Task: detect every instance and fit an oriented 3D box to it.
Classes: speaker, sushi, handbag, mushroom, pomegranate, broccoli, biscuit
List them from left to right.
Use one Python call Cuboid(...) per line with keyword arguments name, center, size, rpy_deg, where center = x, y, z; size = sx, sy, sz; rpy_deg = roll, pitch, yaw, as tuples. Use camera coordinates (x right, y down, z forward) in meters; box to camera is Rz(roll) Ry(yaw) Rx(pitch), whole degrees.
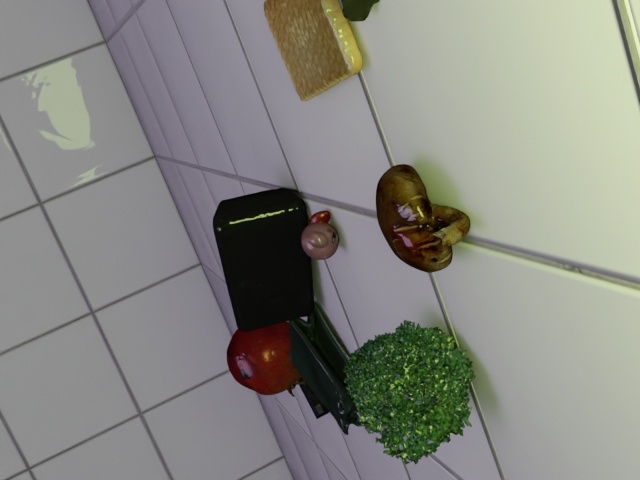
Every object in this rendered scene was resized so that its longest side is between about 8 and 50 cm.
Cuboid(name="speaker", center=(-0.123, 0.025, 1.702), size=(0.388, 0.180, 0.184), rpy_deg=(86, 167, -48))
Cuboid(name="pomegranate", center=(-0.130, 0.304, 2.133), size=(0.235, 0.210, 0.210), rpy_deg=(42, 179, -31))
Cuboid(name="speaker", center=(-0.036, 0.394, 2.255), size=(0.191, 0.040, 0.046), rpy_deg=(61, 164, 17))
Cuboid(name="biscuit", center=(-0.014, -0.277, 1.094), size=(0.160, 0.030, 0.250), rpy_deg=(67, 166, -6))
Cuboid(name="handbag", center=(0.014, 0.293, 1.840), size=(0.260, 0.079, 0.247), rpy_deg=(56, 163, 28))
Cuboid(name="sushi", center=(0.041, -0.284, 0.895), size=(0.083, 0.044, 0.046), rpy_deg=(95, 169, -59))
Cuboid(name="broccoli", center=(0.137, 0.218, 1.166), size=(0.220, 0.194, 0.194), rpy_deg=(23, 142, 34))
Cuboid(name="mushroom", center=(0.116, -0.020, 0.962), size=(0.135, 0.080, 0.170), rpy_deg=(59, 171, -19))

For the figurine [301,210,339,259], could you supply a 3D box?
Cuboid(name="figurine", center=(0.000, 0.000, 1.429), size=(0.083, 0.067, 0.071), rpy_deg=(59, -162, -58))
